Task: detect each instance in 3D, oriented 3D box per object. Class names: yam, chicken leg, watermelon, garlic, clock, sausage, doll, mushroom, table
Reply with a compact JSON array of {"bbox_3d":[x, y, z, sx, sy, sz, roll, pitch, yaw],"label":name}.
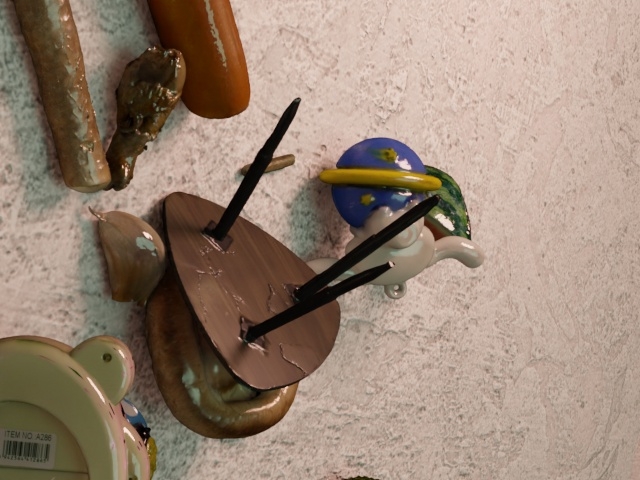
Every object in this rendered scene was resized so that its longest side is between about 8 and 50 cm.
[{"bbox_3d":[-0.301,-0.194,1.398,0.066,0.066,0.299,-37,126,-44],"label":"yam"},{"bbox_3d":[-0.229,-0.151,1.502,0.069,0.085,0.197,-4,116,-78],"label":"chicken leg"},{"bbox_3d":[0.201,-0.040,2.068,0.136,0.207,0.202,-37,149,-11],"label":"watermelon"},{"bbox_3d":[-0.237,0.015,1.533,0.084,0.066,0.152,-32,125,-44],"label":"garlic"},{"bbox_3d":[-0.327,0.251,1.300,0.114,0.284,0.309,156,-61,-89],"label":"clock"},{"bbox_3d":[-0.161,-0.281,1.536,0.105,0.105,0.274,-45,133,-39],"label":"sausage"},{"bbox_3d":[0.133,-0.035,1.879,0.311,0.159,0.242,8,77,-19],"label":"doll"},{"bbox_3d":[-0.128,0.140,1.645,0.278,0.146,0.278,18,64,-42],"label":"mushroom"},{"bbox_3d":[0.000,0.000,1.569,0.317,0.249,0.317,34,32,-25],"label":"table"},{"bbox_3d":[-0.077,-0.110,1.769,0.116,0.021,0.021,-21,115,-52],"label":"yam"}]

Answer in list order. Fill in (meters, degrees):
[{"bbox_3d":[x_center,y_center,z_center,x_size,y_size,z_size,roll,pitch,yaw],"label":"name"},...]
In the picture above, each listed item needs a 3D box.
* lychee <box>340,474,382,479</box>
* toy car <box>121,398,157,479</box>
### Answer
[{"bbox_3d":[0.084,0.472,2.010,0.171,0.171,0.171,-18,112,-52],"label":"lychee"},{"bbox_3d":[-0.289,0.316,1.448,0.166,0.198,0.314,-66,157,-83],"label":"toy car"}]
